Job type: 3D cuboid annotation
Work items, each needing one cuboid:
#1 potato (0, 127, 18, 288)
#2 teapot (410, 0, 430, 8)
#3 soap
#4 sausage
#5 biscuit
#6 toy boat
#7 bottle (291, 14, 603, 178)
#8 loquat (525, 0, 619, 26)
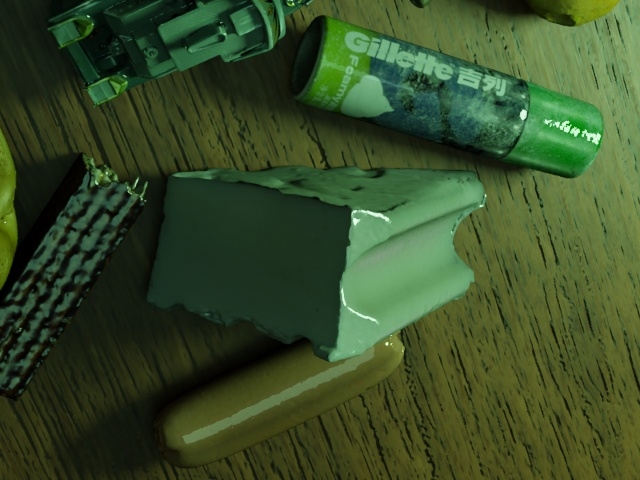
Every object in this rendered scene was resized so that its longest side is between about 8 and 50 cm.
[{"bbox_3d":[-0.384,-0.077,0.974,0.196,0.176,0.369,-13,92,11],"label":"potato"},{"bbox_3d":[0.094,-0.345,1.069,0.176,0.185,0.267,-12,69,-1],"label":"teapot"},{"bbox_3d":[0.000,0.000,1.187,0.302,0.258,0.158,-16,112,-59],"label":"soap"},{"bbox_3d":[-0.043,0.160,1.186,0.289,0.086,0.086,-23,107,-9],"label":"sausage"},{"bbox_3d":[-0.262,0.030,1.083,0.070,0.106,0.252,33,92,-21],"label":"biscuit"},{"bbox_3d":[-0.105,-0.227,1.042,0.296,0.122,0.114,-22,140,2],"label":"toy boat"},{"bbox_3d":[0.137,-0.146,1.166,0.330,0.093,0.093,14,98,-19],"label":"bottle"},{"bbox_3d":[0.264,-0.295,1.163,0.137,0.113,0.137,3,85,-43],"label":"loquat"}]
